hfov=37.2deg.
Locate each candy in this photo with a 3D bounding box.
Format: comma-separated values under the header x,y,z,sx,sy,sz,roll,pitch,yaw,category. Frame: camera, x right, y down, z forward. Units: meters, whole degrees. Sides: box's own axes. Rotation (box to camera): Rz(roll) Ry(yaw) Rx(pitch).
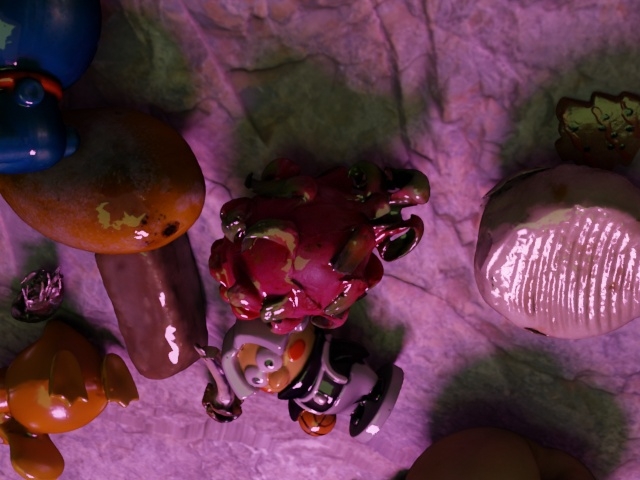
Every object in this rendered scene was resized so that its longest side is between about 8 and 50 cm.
x,y,z,sx,sy,sz,roll,pitch,yaw,category
-0.226,0.074,1.301,0.102,0.104,0.234,-4,118,19,candy

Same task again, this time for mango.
x,y,z,sx,sy,sz,roll,pitch,yaw,category
-0.288,-0.087,1.181,0.316,0.192,0.146,21,153,19,mango

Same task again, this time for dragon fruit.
x,y,z,sx,sy,sz,roll,pitch,yaw,category
-0.005,0.002,1.174,0.273,0.198,0.218,-14,87,-7,dragon fruit

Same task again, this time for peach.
x,y,z,sx,sy,sz,roll,pitch,yaw,category
0.241,0.398,1.304,0.292,0.247,0.292,-5,129,-6,peach

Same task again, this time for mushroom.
x,y,z,sx,sy,sz,roll,pitch,yaw,category
-0.145,0.196,1.353,0.060,0.061,0.187,3,139,5,mushroom

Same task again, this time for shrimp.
x,y,z,sx,sy,sz,roll,pitch,yaw,category
-0.399,0.072,1.359,0.065,0.056,0.165,19,136,-16,shrimp

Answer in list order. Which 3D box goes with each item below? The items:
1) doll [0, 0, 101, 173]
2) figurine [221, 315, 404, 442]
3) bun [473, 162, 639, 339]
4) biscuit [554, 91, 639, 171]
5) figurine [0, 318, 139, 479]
x,y,z,sx,sy,sz,roll,pitch,yaw,category
-0.349,-0.215,1.083,0.186,0.198,0.322,4,87,-29,doll
-0.023,0.178,1.301,0.236,0.133,0.176,31,118,-10,figurine
0.293,0.006,1.129,0.239,0.141,0.239,5,126,7,bun
0.338,-0.129,1.112,0.130,0.019,0.119,-26,111,23,biscuit
-0.408,0.230,1.402,0.215,0.215,0.228,37,105,-9,figurine
